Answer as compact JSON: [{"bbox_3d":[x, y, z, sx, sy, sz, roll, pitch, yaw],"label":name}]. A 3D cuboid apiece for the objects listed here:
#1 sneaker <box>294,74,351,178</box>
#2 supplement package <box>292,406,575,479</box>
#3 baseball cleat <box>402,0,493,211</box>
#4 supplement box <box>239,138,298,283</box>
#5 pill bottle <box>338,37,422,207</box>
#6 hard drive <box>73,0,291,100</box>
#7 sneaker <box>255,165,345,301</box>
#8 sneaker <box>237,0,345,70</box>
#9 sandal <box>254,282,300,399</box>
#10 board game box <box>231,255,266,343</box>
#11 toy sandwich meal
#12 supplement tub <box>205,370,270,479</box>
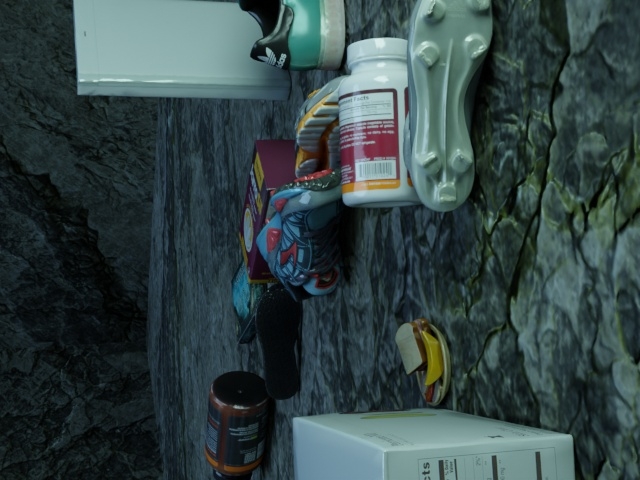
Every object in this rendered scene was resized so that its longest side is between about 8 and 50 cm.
[{"bbox_3d":[0.007,-0.141,1.118,0.215,0.084,0.083,126,145,-67],"label":"sneaker"},{"bbox_3d":[0.080,0.247,0.774,0.262,0.145,0.204,162,106,-73],"label":"supplement package"},{"bbox_3d":[0.096,-0.130,0.819,0.109,0.072,0.205,-125,40,-74],"label":"baseball cleat"},{"bbox_3d":[-0.058,-0.039,1.358,0.188,0.081,0.104,104,158,-44],"label":"supplement box"},{"bbox_3d":[0.060,-0.109,0.918,0.086,0.086,0.152,167,101,-74],"label":"pill bottle"},{"bbox_3d":[-0.213,-0.293,1.463,0.040,0.308,0.203,106,156,-47],"label":"hard drive"},{"bbox_3d":[0.000,0.000,1.178,0.125,0.104,0.262,66,163,14],"label":"sneaker"},{"bbox_3d":[-0.047,-0.351,1.211,0.108,0.121,0.302,122,143,-63],"label":"sneaker"},{"bbox_3d":[-0.063,0.146,1.431,0.040,0.067,0.179,-108,17,-77],"label":"sandal"},{"bbox_3d":[-0.127,0.099,1.720,0.186,0.026,0.126,122,144,-63],"label":"board game box"},{"bbox_3d":[0.096,0.114,0.913,0.085,0.029,0.085,178,90,-74],"label":"toy sandwich meal"},{"bbox_3d":[-0.144,0.328,1.657,0.106,0.106,0.198,-115,29,-55],"label":"supplement tub"}]
